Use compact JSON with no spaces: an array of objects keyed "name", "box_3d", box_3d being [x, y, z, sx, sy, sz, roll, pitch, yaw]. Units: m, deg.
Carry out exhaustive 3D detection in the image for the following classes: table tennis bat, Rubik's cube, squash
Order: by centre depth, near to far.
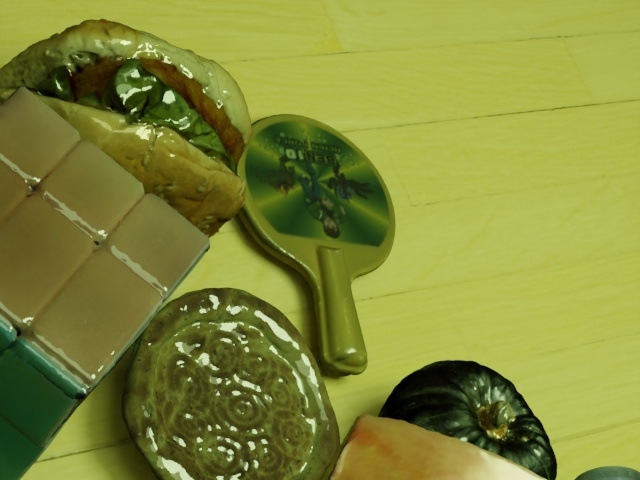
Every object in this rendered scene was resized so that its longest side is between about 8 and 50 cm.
[{"name":"Rubik's cube","box_3d":[-0.273,0.048,1.653,0.224,0.231,0.221,39,46,-3]},{"name":"squash","box_3d":[0.144,0.209,1.870,0.193,0.156,0.193,27,15,-8]},{"name":"table tennis bat","box_3d":[0.000,0.000,1.992,0.198,0.050,0.321,11,51,-30]}]

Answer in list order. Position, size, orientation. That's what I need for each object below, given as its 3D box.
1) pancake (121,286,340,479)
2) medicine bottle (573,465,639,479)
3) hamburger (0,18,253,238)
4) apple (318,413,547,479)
[{"name":"pancake","box_3d":[-0.079,0.162,1.815,0.250,0.031,0.250,22,52,-31]},{"name":"medicine bottle","box_3d":[0.300,0.335,1.936,0.083,0.083,0.203,17,55,-23]},{"name":"hamburger","box_3d":[-0.197,-0.101,1.816,0.330,0.209,0.162,10,55,-26]},{"name":"apple","box_3d":[0.113,0.321,1.707,0.309,0.314,0.252,26,13,2]}]
